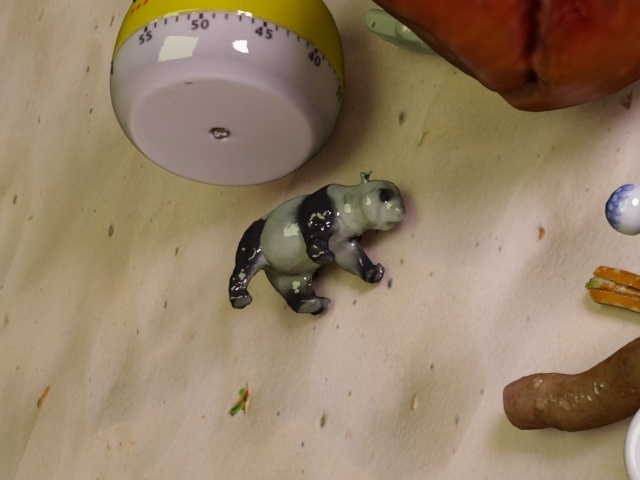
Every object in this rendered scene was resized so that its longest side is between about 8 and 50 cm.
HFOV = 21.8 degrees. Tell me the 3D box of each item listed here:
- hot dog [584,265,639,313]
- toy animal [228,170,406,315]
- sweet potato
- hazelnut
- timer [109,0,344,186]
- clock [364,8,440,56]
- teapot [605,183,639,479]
[{"bbox_3d":[0.275,0.046,1.502,0.083,0.021,0.037,20,102,51],"label":"hot dog"},{"bbox_3d":[0.000,0.000,1.799,0.225,0.094,0.121,-29,46,42],"label":"toy animal"},{"bbox_3d":[0.275,0.117,1.443,0.281,0.059,0.067,-26,66,43],"label":"sweet potato"},{"bbox_3d":[0.194,-0.301,1.493,0.372,0.372,0.315,-33,28,38],"label":"hazelnut"},{"bbox_3d":[-0.098,-0.225,1.878,0.285,0.285,0.285,-22,59,43],"label":"timer"},{"bbox_3d":[0.133,-0.293,1.774,0.151,0.062,0.191,20,91,51],"label":"clock"},{"bbox_3d":[0.341,0.015,1.227,0.280,0.252,0.424,20,90,23],"label":"teapot"}]
